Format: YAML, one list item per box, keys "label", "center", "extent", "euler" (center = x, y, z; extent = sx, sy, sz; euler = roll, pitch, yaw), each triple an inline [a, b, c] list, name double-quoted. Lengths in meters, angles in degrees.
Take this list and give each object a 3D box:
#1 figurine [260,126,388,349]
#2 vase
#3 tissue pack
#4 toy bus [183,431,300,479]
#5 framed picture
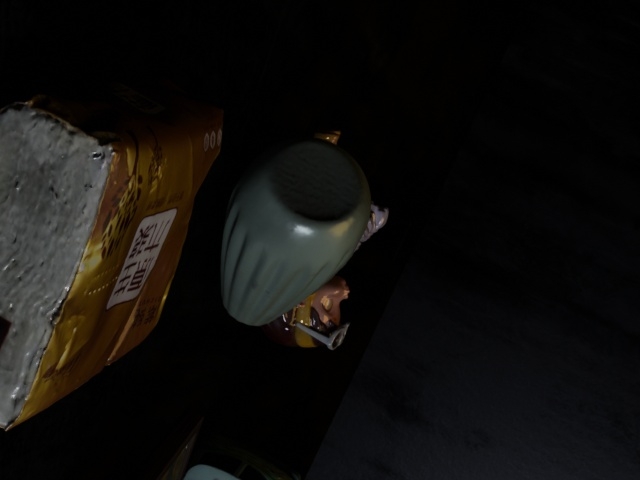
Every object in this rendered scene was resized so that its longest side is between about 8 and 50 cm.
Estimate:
- label: "figurine"
  center: [-0.001, 0.001, 1.986]
  extent: [0.175, 0.115, 0.240]
  euler: [-39, 148, -77]
- label: "vase"
  center: [-0.037, 0.003, 1.747]
  extent: [0.128, 0.128, 0.248]
  euler: [-60, 180, -32]
- label: "tissue pack"
  center: [-0.146, -0.005, 1.098]
  extent: [0.183, 0.092, 0.226]
  euler: [-66, 170, 13]
- label: "toy bus"
  center: [-0.142, 0.376, 2.146]
  extent: [0.276, 0.133, 0.165]
  euler: [-65, 172, 4]
- label: "framed picture"
  center: [-0.182, 0.275, 1.976]
  extent: [0.168, 0.023, 0.128]
  euler: [-52, 166, -58]
